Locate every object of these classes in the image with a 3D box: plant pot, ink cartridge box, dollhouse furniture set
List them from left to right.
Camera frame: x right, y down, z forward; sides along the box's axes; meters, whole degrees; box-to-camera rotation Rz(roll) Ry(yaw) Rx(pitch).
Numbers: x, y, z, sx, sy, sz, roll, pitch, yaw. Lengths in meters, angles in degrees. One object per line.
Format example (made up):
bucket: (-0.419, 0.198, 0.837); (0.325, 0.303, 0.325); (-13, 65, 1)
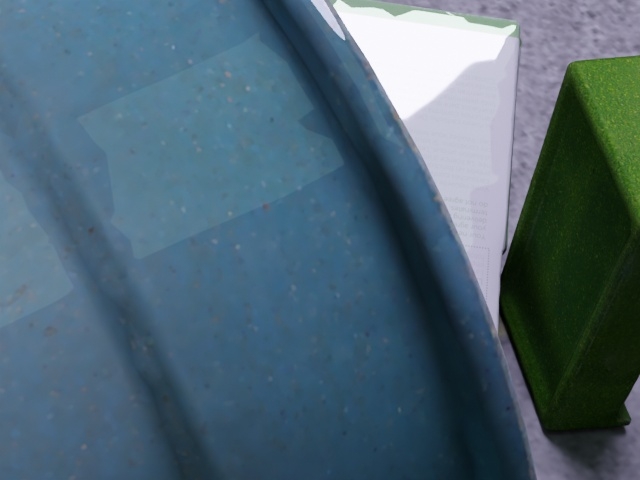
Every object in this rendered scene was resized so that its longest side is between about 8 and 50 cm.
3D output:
plant pot: (-0.164, 0.075, 0.576); (0.334, 0.341, 0.341); (-25, 58, -21)
ink cartridge box: (0.000, 0.000, 0.852); (0.171, 0.056, 0.235); (8, 72, -6)
dollhouse furniture set: (0.219, 0.078, 0.764); (0.198, 0.151, 0.301); (-4, 50, -16)
